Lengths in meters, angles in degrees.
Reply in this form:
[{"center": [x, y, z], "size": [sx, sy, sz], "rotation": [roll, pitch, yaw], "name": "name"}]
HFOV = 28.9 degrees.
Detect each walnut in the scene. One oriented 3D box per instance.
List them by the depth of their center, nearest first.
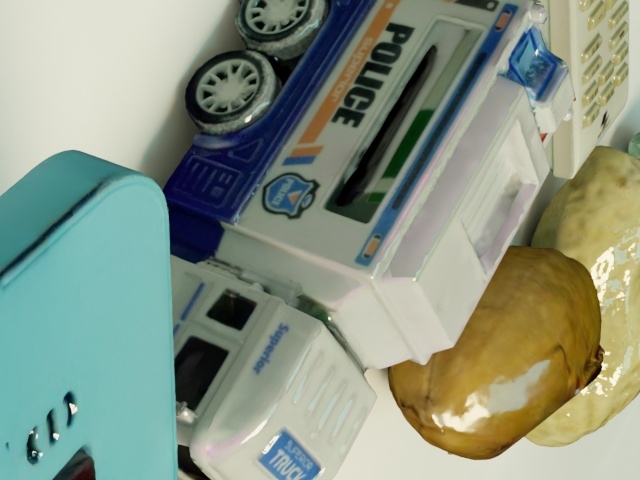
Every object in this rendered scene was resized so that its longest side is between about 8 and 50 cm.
[{"center": [0.129, 0.073, 0.877], "size": [0.245, 0.137, 0.137], "rotation": [-30, 131, -48], "name": "walnut"}]

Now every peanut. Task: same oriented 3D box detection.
[{"center": [0.224, 0.052, 1.023], "size": [0.123, 0.123, 0.256], "rotation": [-10, 117, -56], "name": "peanut"}]

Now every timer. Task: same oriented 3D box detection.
[{"center": [-0.142, 0.106, 0.418], "size": [0.232, 0.091, 0.250], "rotation": [-49, 157, -43], "name": "timer"}]

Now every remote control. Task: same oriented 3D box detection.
[{"center": [0.181, -0.182, 0.886], "size": [0.103, 0.055, 0.277], "rotation": [-48, 143, -34], "name": "remote control"}]

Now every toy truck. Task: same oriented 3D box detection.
[{"center": [0.000, 0.000, 0.595], "size": [0.268, 0.155, 0.124], "rotation": [-60, 148, -17], "name": "toy truck"}]

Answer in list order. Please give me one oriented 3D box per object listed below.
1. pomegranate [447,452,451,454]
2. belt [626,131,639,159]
[{"center": [0.133, 0.132, 0.984], "size": [0.073, 0.073, 0.084], "rotation": [-26, 165, -51], "name": "pomegranate"}, {"center": [0.304, -0.045, 1.151], "size": [0.151, 0.079, 0.121], "rotation": [55, 49, -67], "name": "belt"}]
